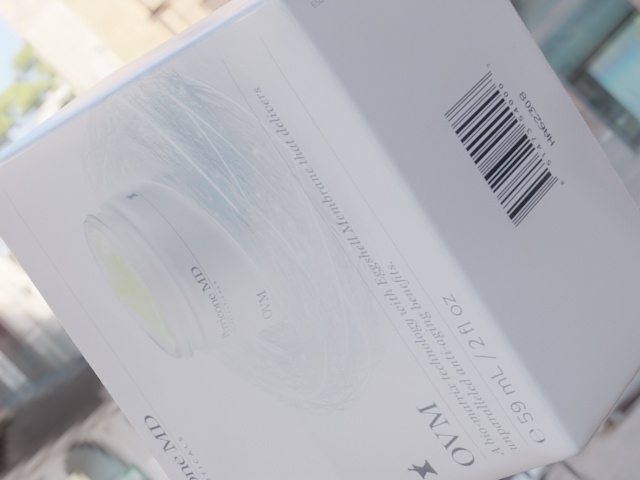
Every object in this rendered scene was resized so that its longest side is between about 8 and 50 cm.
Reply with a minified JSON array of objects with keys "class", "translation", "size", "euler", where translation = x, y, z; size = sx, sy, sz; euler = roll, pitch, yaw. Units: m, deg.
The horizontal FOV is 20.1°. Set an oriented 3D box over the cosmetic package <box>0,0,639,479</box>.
[{"class":"cosmetic package","translation":[0.000,0.000,0.815],"size":[0.224,0.224,0.138],"euler":[-25,13,43]}]
